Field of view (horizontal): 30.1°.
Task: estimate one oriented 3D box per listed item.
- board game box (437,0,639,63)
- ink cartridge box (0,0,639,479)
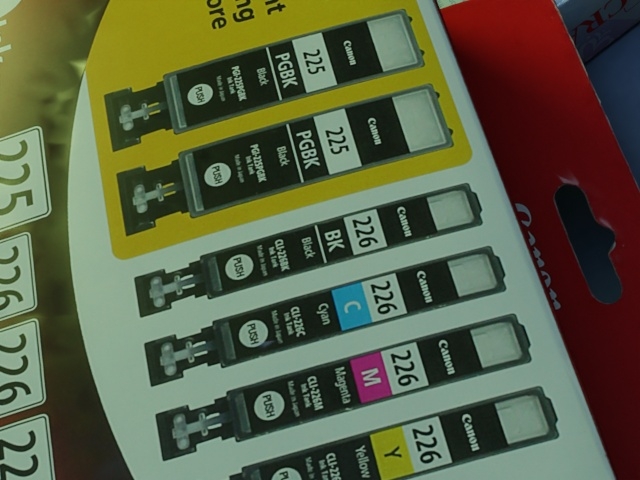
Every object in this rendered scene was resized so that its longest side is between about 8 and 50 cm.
[{"bbox_3d":[0.065,-0.225,0.667,0.318,0.066,0.319,-37,60,10],"label":"board game box"},{"bbox_3d":[0.000,0.000,0.453,0.271,0.130,0.310,-17,58,2],"label":"ink cartridge box"}]
